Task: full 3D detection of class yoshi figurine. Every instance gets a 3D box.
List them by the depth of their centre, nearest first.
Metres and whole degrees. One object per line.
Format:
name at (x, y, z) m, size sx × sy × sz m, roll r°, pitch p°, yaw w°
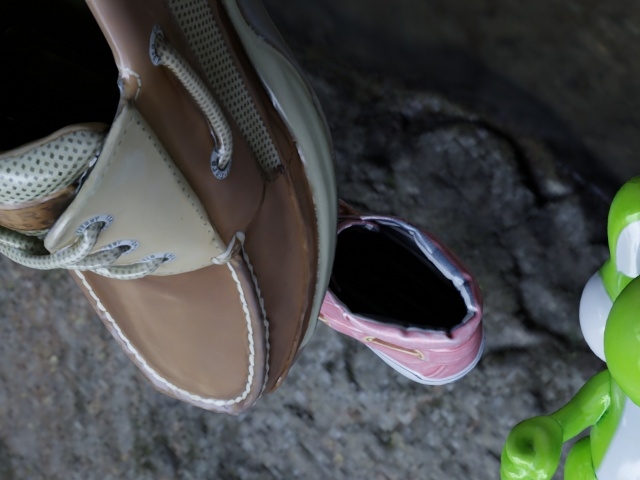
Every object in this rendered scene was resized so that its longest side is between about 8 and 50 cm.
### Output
yoshi figurine at (0.249, 0.136, 0.860) m, size 0.203 × 0.203 × 0.362 m, roll 30°, pitch 135°, yaw 50°

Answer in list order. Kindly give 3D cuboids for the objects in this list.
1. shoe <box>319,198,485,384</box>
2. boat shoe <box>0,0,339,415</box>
shoe at (0.000, 0.000, 0.558) m, size 0.178 × 0.063 × 0.081 m, roll 33°, pitch 167°, yaw 14°
boat shoe at (-0.080, -0.050, 0.377) m, size 0.123 × 0.120 × 0.324 m, roll 9°, pitch 137°, yaw 24°
